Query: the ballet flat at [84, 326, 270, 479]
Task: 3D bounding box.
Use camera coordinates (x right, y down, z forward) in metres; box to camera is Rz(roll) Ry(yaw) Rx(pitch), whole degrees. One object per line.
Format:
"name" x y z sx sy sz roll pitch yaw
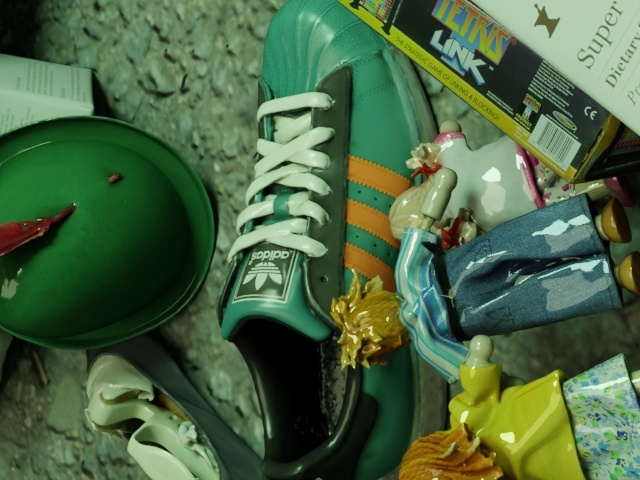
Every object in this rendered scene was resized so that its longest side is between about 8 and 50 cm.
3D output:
"ballet flat" -0.114 0.122 1.051 0.203 0.074 0.074 41 121 29

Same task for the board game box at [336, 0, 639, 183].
"board game box" 0.113 -0.100 0.775 0.170 0.141 0.048 42 123 28

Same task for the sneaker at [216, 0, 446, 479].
"sneaker" 0.000 0.000 0.900 0.108 0.121 0.302 -7 91 41

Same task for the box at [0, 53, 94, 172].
"box" -0.208 -0.068 1.065 0.101 0.087 0.102 -113 35 -67

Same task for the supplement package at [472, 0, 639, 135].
"supplement package" 0.137 -0.199 0.717 0.293 0.175 0.177 44 123 28

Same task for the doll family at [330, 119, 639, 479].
"doll family" 0.095 0.054 0.802 0.163 0.118 0.263 -20 81 22

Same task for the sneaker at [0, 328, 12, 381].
"sneaker" -0.353 0.046 1.209 0.323 0.130 0.236 -5 105 54

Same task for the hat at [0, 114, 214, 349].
"hat" -0.169 0.033 0.953 0.208 0.183 0.173 -12 114 1
